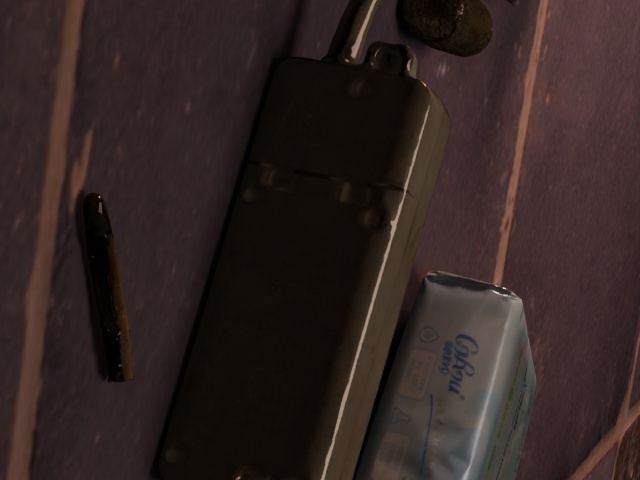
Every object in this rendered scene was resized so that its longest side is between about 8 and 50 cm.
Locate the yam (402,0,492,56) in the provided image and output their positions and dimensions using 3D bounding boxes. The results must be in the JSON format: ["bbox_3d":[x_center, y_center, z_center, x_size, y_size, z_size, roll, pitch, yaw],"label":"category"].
[{"bbox_3d":[0.082,-0.142,1.185,0.094,0.043,0.043,-2,103,-72],"label":"yam"}]

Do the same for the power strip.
[{"bbox_3d":[0.000,0.000,0.960,0.053,0.093,0.288,41,64,-65],"label":"power strip"}]

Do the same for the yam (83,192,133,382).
[{"bbox_3d":[-0.094,0.023,0.825,0.014,0.014,0.107,-57,152,-46],"label":"yam"}]

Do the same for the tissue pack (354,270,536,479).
[{"bbox_3d":[0.082,0.177,1.313,0.177,0.089,0.263,70,38,-61],"label":"tissue pack"}]

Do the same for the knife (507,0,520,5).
[{"bbox_3d":[0.111,-0.201,1.262,0.022,0.026,0.184,-47,156,0],"label":"knife"}]
